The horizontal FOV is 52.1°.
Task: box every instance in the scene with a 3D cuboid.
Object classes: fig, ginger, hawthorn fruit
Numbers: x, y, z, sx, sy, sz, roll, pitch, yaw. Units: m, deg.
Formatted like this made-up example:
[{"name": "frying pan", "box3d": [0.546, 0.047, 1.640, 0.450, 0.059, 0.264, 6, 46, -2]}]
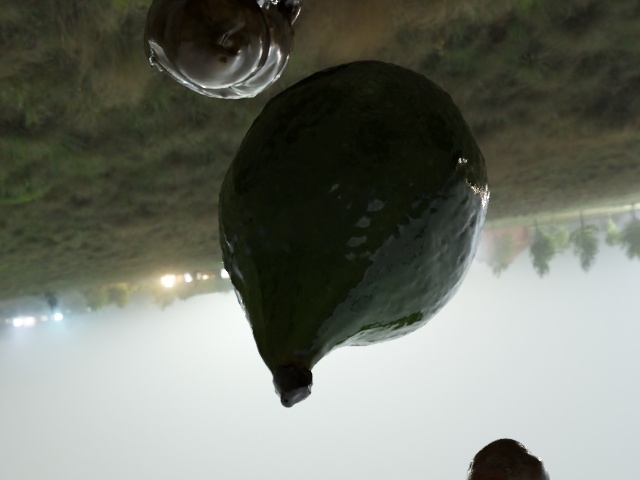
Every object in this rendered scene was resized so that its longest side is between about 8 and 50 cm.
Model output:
[{"name": "fig", "box3d": [0.000, 0.000, 0.451, 0.203, 0.203, 0.235, -10, -155, 36]}, {"name": "ginger", "box3d": [-0.101, -0.277, 0.749, 0.176, 0.254, 0.418, 22, -179, -14]}, {"name": "hawthorn fruit", "box3d": [0.135, 0.203, 0.528, 0.103, 0.067, 0.067, -24, 178, -5]}]
